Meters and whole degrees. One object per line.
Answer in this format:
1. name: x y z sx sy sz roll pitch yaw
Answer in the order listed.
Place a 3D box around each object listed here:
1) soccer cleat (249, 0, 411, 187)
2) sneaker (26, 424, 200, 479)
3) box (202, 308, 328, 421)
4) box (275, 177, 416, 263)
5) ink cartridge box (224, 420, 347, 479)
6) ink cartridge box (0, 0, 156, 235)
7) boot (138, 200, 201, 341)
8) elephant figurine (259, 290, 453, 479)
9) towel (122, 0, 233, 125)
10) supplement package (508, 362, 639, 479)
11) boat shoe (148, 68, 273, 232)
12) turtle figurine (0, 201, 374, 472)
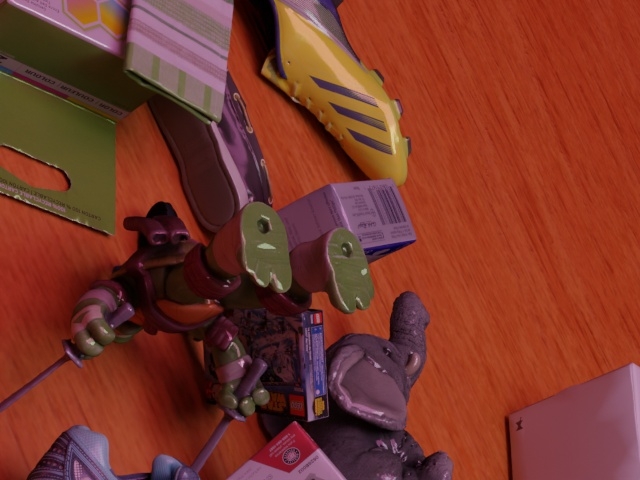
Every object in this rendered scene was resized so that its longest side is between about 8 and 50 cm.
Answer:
1. soccer cleat: -0.002 -0.175 1.633 0.121 0.093 0.289 -29 94 -21
2. sneaker: -0.110 0.240 1.182 0.283 0.110 0.122 36 70 -31
3. box: -0.050 0.103 1.315 0.027 0.137 0.094 -8 98 -43
4. box: 0.000 0.000 1.449 0.126 0.137 0.072 -8 75 -59
5. ink cartridge box: -0.013 0.235 1.260 0.099 0.056 0.135 -41 79 -8
6. ink cartridge box: -0.227 -0.157 1.348 0.189 0.097 0.255 24 51 -37
7. boot: -0.116 0.031 1.391 0.099 0.045 0.121 16 63 -38
8. elephant figurine: 0.029 0.160 1.395 0.186 0.169 0.239 45 28 -67
9. towel: -0.132 -0.189 1.382 0.113 0.023 0.152 29 50 -33
10. supplement package: 0.369 0.284 1.654 0.293 0.177 0.175 27 50 -34
11. boat shoe: -0.109 -0.119 1.470 0.069 0.081 0.227 -11 83 -53
12. turtle figurine: -0.098 0.089 1.203 0.198 0.266 0.274 46 43 -20
